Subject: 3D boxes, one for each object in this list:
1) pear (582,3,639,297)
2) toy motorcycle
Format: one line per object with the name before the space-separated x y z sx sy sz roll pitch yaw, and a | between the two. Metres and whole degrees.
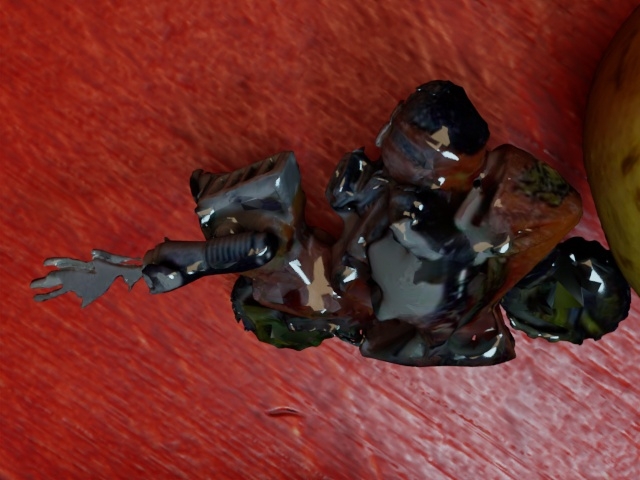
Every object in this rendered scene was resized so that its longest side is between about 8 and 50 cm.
pear | 0.294 -0.056 0.477 0.281 0.281 0.280 0 101 2
toy motorcycle | 0.000 0.000 0.569 0.401 0.134 0.207 -4 129 17
